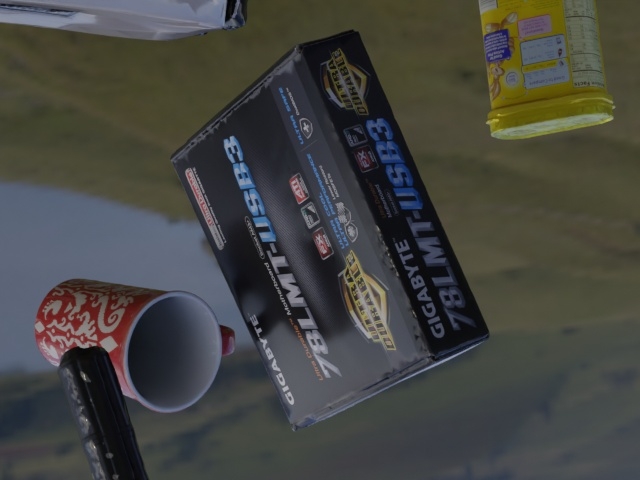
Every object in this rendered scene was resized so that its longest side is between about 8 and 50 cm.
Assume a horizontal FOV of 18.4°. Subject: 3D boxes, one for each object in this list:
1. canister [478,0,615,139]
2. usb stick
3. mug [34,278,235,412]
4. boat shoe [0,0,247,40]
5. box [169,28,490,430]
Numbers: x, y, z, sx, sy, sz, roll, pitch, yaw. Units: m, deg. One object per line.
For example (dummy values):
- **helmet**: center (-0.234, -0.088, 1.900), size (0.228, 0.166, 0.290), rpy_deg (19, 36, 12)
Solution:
- **canister**: center (0.225, -0.198, 2.007), size (0.126, 0.170, 0.073), rpy_deg (-9, 172, 26)
- **usb stick**: center (-0.160, 0.221, 1.645), size (0.045, 0.278, 0.077), rpy_deg (-17, 173, -19)
- **mug**: center (-0.178, 0.101, 1.891), size (0.169, 0.113, 0.150), rpy_deg (10, 161, 48)
- **boat shoe**: center (-0.199, -0.210, 1.123), size (0.340, 0.158, 0.127), rpy_deg (4, 177, -32)
- **box**: center (0.000, 0.000, 1.776), size (0.073, 0.296, 0.293), rpy_deg (-20, 174, -32)
